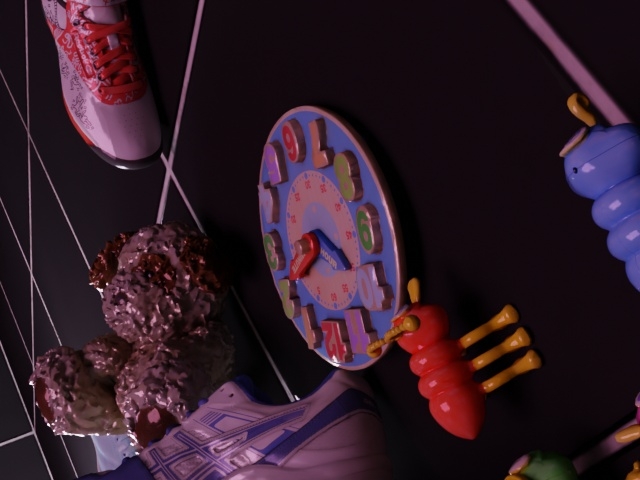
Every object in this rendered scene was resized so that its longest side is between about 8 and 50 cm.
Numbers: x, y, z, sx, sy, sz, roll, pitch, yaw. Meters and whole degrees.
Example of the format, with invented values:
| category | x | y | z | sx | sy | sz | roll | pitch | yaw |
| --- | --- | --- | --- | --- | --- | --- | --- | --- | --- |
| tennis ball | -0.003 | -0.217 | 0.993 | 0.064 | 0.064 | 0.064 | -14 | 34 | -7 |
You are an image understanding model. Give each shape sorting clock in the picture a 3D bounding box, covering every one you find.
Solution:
| category | x | y | z | sx | sy | sz | roll | pitch | yaw |
| --- | --- | --- | --- | --- | --- | --- | --- | --- | --- |
| shape sorting clock | 0.000 | 0.000 | 0.631 | 0.206 | 0.040 | 0.206 | 37 | 136 | 47 |

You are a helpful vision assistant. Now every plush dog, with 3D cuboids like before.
| category | x | y | z | sx | sy | sz | roll | pitch | yaw |
| --- | --- | --- | --- | --- | --- | --- | --- | --- | --- |
| plush dog | -0.156 | 0.091 | 0.860 | 0.262 | 0.210 | 0.226 | 0 | 89 | 42 |

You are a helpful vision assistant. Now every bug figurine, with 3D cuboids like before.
| category | x | y | z | sx | sy | sz | roll | pitch | yaw |
| --- | --- | --- | --- | --- | --- | --- | --- | --- | --- |
| bug figurine | 0.128 | 0.073 | 0.413 | 0.216 | 0.072 | 0.279 | 62 | 150 | 19 |

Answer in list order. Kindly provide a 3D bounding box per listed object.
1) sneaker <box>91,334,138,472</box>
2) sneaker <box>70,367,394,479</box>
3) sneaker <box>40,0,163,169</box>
| category | x | y | z | sx | sy | sz | roll | pitch | yaw |
| --- | --- | --- | --- | --- | --- | --- | --- | --- | --- |
| sneaker | -0.263 | 0.267 | 1.152 | 0.366 | 0.135 | 0.150 | 40 | 141 | 44 |
| sneaker | -0.084 | 0.184 | 0.684 | 0.112 | 0.296 | 0.131 | 57 | -154 | -58 |
| sneaker | -0.235 | -0.218 | 0.872 | 0.270 | 0.090 | 0.145 | 66 | 154 | 17 |
